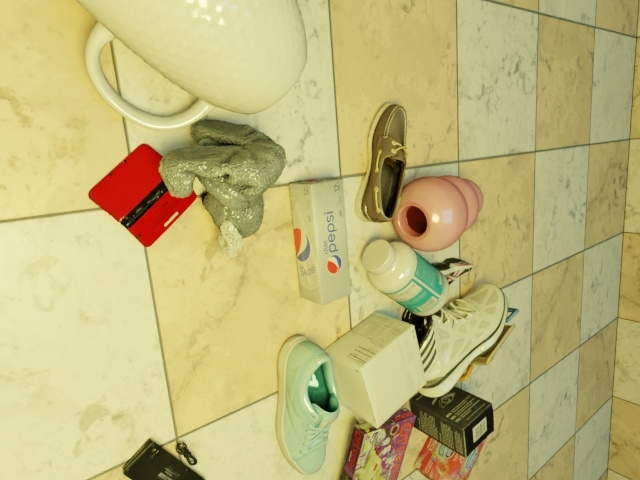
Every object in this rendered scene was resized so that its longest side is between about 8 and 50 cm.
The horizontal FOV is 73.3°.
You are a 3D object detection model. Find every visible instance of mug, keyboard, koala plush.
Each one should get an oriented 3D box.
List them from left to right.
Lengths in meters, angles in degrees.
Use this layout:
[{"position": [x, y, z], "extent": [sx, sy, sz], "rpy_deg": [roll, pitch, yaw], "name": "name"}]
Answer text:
[{"position": [-0.311, 0.478, 0.898], "extent": [0.108, 0.023, 0.180], "rpy_deg": [-44, 121, -17], "name": "keyboard"}, {"position": [-0.219, -0.351, 0.719], "extent": [0.374, 0.276, 0.328], "rpy_deg": [-42, 132, 9], "name": "mug"}, {"position": [-0.163, -0.089, 0.827], "extent": [0.196, 0.203, 0.221], "rpy_deg": [-72, 168, -49], "name": "koala plush"}]

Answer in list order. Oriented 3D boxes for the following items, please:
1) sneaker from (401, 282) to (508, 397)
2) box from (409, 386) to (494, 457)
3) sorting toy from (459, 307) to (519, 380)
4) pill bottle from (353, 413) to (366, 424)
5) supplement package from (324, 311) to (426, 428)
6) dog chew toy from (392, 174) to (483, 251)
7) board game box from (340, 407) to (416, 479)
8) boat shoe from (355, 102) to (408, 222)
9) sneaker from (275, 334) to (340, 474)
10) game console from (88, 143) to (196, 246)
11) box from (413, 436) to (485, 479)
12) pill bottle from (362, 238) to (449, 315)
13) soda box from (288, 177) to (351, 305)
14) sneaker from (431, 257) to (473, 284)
[{"position": [0.417, 0.246, 1.333], "extent": [0.447, 0.169, 0.258], "rpy_deg": [-44, 122, -21], "name": "sneaker"}, {"position": [0.408, 0.547, 1.346], "extent": [0.153, 0.207, 0.108], "rpy_deg": [-21, 109, -33], "name": "box"}, {"position": [0.542, 0.355, 1.436], "extent": [0.347, 0.196, 0.047], "rpy_deg": [-41, 95, -26], "name": "sorting toy"}, {"position": [0.153, 0.471, 1.227], "extent": [0.116, 0.065, 0.065], "rpy_deg": [-27, 112, -32], "name": "pill bottle"}, {"position": [0.150, 0.337, 1.151], "extent": [0.203, 0.149, 0.194], "rpy_deg": [-29, 113, -31], "name": "supplement package"}, {"position": [0.351, -0.093, 1.224], "extent": [0.331, 0.206, 0.207], "rpy_deg": [-21, 109, -43], "name": "dog chew toy"}, {"position": [0.148, 0.658, 1.223], "extent": [0.208, 0.056, 0.347], "rpy_deg": [-2, 109, -41], "name": "board game box"}, {"position": [0.180, -0.204, 1.128], "extent": [0.116, 0.096, 0.325], "rpy_deg": [17, 86, -38], "name": "boat shoe"}, {"position": [-0.021, 0.421, 1.032], "extent": [0.135, 0.150, 0.366], "rpy_deg": [-16, 106, -34], "name": "sneaker"}, {"position": [-0.327, -0.083, 0.807], "extent": [0.144, 0.085, 0.124], "rpy_deg": [-51, 154, -20], "name": "game console"}, {"position": [0.447, 0.698, 1.449], "extent": [0.123, 0.128, 0.257], "rpy_deg": [49, 67, -32], "name": "box"}, {"position": [0.229, 0.097, 1.180], "extent": [0.264, 0.146, 0.146], "rpy_deg": [35, 75, -36], "name": "pill bottle"}, {"position": [0.000, 0.000, 1.023], "extent": [0.098, 0.091, 0.286], "rpy_deg": [-15, 106, -37], "name": "soda box"}, {"position": [0.413, 0.107, 1.385], "extent": [0.178, 0.072, 0.077], "rpy_deg": [-7, 113, -29], "name": "sneaker"}]
